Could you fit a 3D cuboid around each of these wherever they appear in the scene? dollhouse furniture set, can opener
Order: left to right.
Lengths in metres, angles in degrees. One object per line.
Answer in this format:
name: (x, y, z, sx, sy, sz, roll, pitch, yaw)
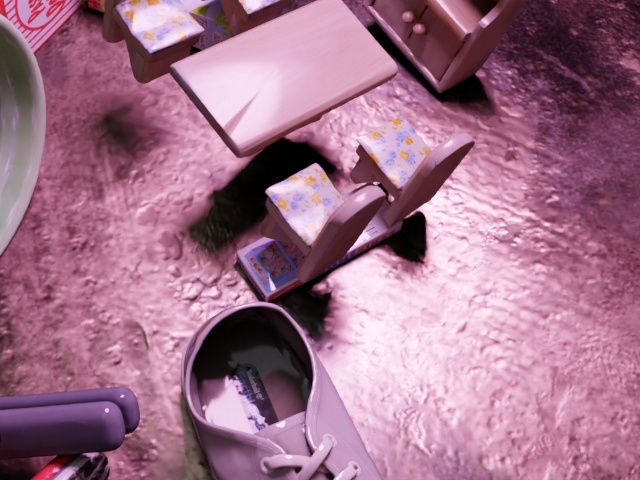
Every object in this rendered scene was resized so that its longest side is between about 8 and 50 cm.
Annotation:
can opener: (-0.306, 0.157, 0.869, 0.280, 0.074, 0.093, -2, 103, 11)
dollhouse furniture set: (0.040, -0.232, 1.002, 0.394, 0.256, 0.362, -31, 76, -30)

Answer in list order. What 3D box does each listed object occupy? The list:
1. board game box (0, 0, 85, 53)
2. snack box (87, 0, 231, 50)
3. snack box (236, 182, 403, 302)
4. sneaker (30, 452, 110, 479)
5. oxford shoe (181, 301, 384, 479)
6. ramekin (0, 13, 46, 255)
board game box: (-0.330, -0.323, 1.141, 0.045, 0.147, 0.193, 28, 63, 12)
snack box: (-0.163, -0.338, 1.203, 0.207, 0.070, 0.174, 22, 61, 6)
snack box: (0.000, 0.000, 1.047, 0.178, 0.022, 0.064, -28, 68, -18)
sneaker: (-0.312, 0.266, 0.835, 0.118, 0.107, 0.279, 36, 62, 26)
oxford shoe: (-0.004, 0.240, 0.852, 0.169, 0.130, 0.449, -23, 65, -17)
ramekin: (-0.415, -0.092, 0.924, 0.148, 0.303, 0.303, 17, 61, 14)
